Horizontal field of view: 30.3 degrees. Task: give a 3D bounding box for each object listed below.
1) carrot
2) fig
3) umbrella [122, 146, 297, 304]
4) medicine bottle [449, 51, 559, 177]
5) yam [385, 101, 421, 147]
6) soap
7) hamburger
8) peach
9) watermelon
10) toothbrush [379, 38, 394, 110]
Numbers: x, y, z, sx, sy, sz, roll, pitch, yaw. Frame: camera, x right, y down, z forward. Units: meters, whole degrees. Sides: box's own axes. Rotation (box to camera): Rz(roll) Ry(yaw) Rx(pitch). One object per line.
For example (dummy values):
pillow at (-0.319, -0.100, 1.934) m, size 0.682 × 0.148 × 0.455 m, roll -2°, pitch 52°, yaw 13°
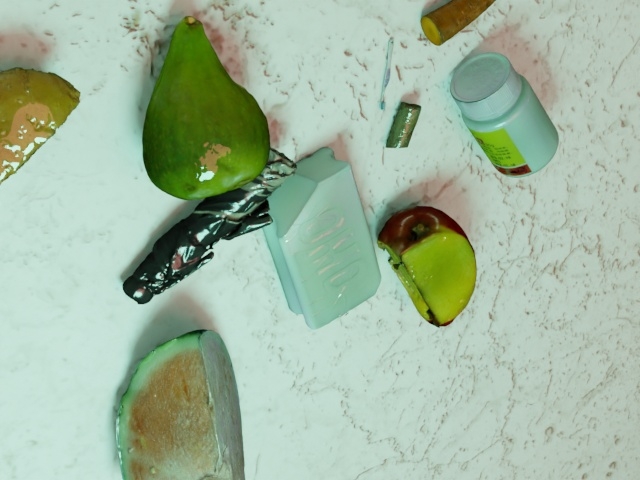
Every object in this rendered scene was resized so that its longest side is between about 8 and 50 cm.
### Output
carrot at (0.272, -0.424, 2.096) m, size 0.209 × 0.061 × 0.061 m, roll -36°, pitch 130°, yaw -17°
fig at (-0.192, -0.208, 1.830) m, size 0.206 × 0.206 × 0.275 m, roll -19°, pitch 105°, yaw -24°
umbrella at (-0.185, -0.022, 1.981) m, size 0.357 × 0.113 × 0.106 m, roll -44°, pitch 117°, yaw 2°
medicine bottle at (0.342, -0.231, 2.191) m, size 0.139 × 0.139 × 0.225 m, roll -45°, pitch 132°, yaw -4°
yam at (0.151, -0.205, 2.141) m, size 0.043 × 0.043 × 0.094 m, roll 5°, pitch 111°, yaw -36°
soap at (0.000, 0.000, 2.120) m, size 0.173 × 0.095 × 0.289 m, roll -30°, pitch 128°, yaw -18°
hamburger at (-0.470, -0.156, 1.693) m, size 0.262 × 0.124 × 0.131 m, roll -44°, pitch 131°, yaw -7°
peach at (0.216, 0.039, 2.245) m, size 0.154 × 0.159 × 0.267 m, roll -34°, pitch 128°, yaw 0°
watermelon at (-0.258, 0.321, 2.075) m, size 0.222 × 0.319 × 0.292 m, roll -11°, pitch 83°, yaw 3°
toothbrush at (0.117, -0.293, 2.089) m, size 0.011 × 0.013 × 0.131 m, roll -11°, pitch 118°, yaw -35°
